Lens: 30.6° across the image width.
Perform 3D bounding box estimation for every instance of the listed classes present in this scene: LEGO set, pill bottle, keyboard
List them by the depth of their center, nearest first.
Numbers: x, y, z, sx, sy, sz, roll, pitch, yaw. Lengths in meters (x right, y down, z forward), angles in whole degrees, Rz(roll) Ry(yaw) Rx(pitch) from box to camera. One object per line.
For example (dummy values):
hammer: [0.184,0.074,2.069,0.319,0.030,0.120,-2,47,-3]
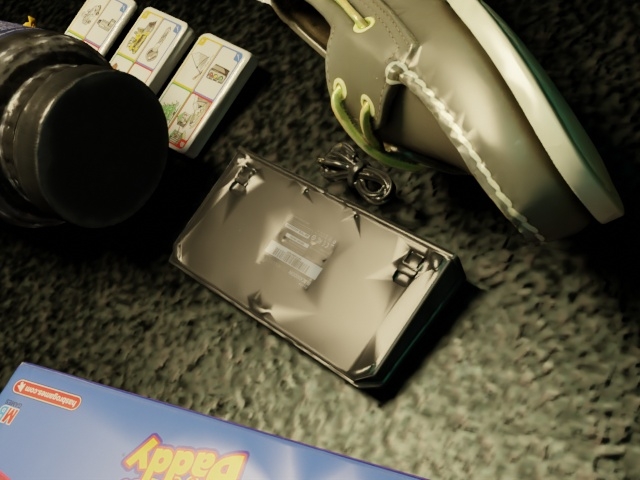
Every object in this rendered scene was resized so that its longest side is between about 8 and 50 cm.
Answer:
keyboard: [0.000,0.000,0.617,0.180,0.023,0.108,29,83,43]
pill bottle: [-0.199,-0.077,0.740,0.219,0.123,0.122,18,69,42]
LEGO set: [-0.067,-0.180,0.797,0.182,0.060,0.244,29,86,41]

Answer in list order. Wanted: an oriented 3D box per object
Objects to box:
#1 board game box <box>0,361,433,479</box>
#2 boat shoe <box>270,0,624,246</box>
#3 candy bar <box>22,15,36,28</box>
board game box: [-0.052,0.192,0.449,0.347,0.078,0.233,9,57,39]
boat shoe: [0.049,-0.084,0.589,0.091,0.109,0.305,-36,39,8]
candy bar: [-0.285,-0.141,0.923,0.162,0.018,0.040,-11,52,29]
